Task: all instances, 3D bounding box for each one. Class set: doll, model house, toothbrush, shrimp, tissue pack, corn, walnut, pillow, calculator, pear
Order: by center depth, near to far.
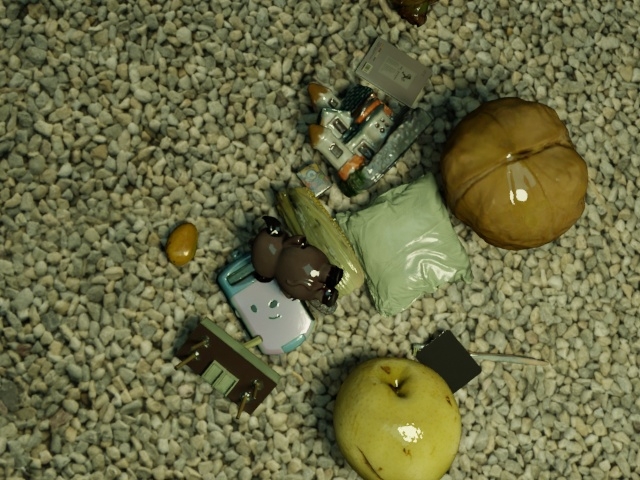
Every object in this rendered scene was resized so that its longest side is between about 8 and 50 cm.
[{"bbox_3d":[-0.066,0.053,1.207,0.257,0.117,0.182,29,120,31],"label":"doll"},{"bbox_3d":[0.176,0.429,1.208,0.309,0.309,0.309,0,86,-5],"label":"pear"},{"bbox_3d":[0.447,-0.148,1.229,0.308,0.398,0.354,-19,73,17],"label":"walnut"},{"bbox_3d":[-0.003,0.002,1.290,0.122,0.123,0.305,-35,80,8],"label":"corn"},{"bbox_3d":[0.078,-0.295,1.295,0.301,0.190,0.271,44,85,0],"label":"model house"},{"bbox_3d":[-0.138,0.149,1.313,0.173,0.051,0.293,-32,89,-6],"label":"calculator"},{"bbox_3d":[-0.018,0.123,1.314,0.165,0.056,0.065,56,44,-8],"label":"shrimp"},{"bbox_3d":[0.211,0.017,1.315,0.283,0.138,0.310,-22,84,5],"label":"pillow"},{"bbox_3d":[-0.015,-0.158,1.353,0.063,0.035,0.083,-38,90,-7],"label":"tissue pack"},{"bbox_3d":[0.425,0.304,1.368,0.375,0.028,0.037,6,91,-5],"label":"toothbrush"}]

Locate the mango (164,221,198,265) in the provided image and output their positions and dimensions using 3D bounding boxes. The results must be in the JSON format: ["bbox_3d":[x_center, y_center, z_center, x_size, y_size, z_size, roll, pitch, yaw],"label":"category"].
[{"bbox_3d":[-0.347,0.008,1.300,0.079,0.057,0.114,21,81,4],"label":"mango"}]

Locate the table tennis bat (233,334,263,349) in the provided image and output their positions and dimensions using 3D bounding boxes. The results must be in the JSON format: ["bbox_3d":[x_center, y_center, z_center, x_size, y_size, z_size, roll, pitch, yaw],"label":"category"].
[{"bbox_3d":[-0.211,0.276,1.289,0.156,0.013,0.087,-27,94,15],"label":"table tennis bat"}]

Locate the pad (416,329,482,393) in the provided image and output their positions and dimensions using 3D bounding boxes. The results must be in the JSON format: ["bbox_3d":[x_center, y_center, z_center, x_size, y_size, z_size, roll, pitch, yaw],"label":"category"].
[{"bbox_3d":[0.336,0.319,1.349,0.112,0.003,0.157,-39,100,4],"label":"pad"}]

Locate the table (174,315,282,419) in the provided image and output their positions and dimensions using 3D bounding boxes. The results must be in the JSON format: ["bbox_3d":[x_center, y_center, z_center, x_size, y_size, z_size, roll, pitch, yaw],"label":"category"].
[{"bbox_3d":[-0.233,0.317,1.240,0.240,0.111,0.121,38,109,0],"label":"table"}]

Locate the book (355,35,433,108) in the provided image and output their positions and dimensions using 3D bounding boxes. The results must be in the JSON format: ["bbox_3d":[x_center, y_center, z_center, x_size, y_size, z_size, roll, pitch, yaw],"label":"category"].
[{"bbox_3d":[0.201,-0.456,1.404,0.181,0.014,0.127,32,84,-2],"label":"book"}]

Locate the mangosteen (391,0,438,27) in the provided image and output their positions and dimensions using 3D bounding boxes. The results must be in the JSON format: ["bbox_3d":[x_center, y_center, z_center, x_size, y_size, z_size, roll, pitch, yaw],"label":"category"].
[{"bbox_3d":[0.236,-0.774,1.253,0.381,0.381,0.421,-16,87,-6],"label":"mangosteen"}]
